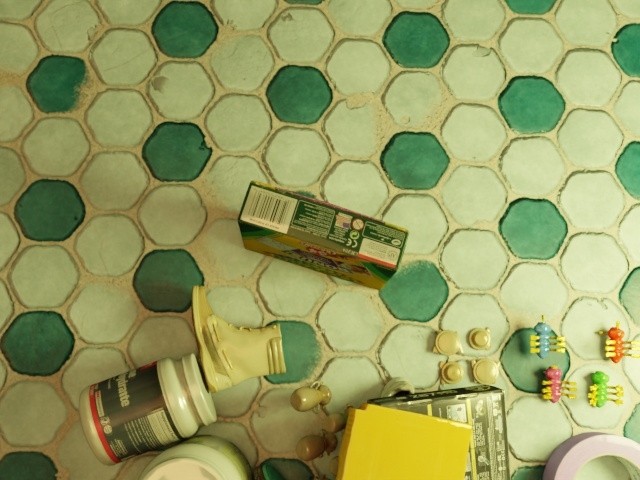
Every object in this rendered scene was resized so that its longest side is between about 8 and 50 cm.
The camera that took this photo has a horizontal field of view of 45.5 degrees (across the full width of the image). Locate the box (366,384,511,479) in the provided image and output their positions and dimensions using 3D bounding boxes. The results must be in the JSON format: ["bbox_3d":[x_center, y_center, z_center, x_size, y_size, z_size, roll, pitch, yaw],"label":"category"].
[{"bbox_3d":[0.277,0.545,1.733,0.318,0.097,0.395,-4,89,-20],"label":"box"}]

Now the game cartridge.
[{"bbox_3d":[0.167,0.527,1.629,0.285,0.052,0.324,15,79,-15],"label":"game cartridge"}]

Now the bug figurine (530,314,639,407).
[{"bbox_3d":[0.633,0.298,1.870,0.278,0.072,0.216,5,86,-6],"label":"bug figurine"}]

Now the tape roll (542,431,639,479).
[{"bbox_3d":[0.673,0.598,1.812,0.274,0.090,0.275,0,80,-1],"label":"tape roll"}]

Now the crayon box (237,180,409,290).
[{"bbox_3d":[0.000,0.000,1.775,0.362,0.313,0.106,18,77,1],"label":"crayon box"}]

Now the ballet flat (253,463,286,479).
[{"bbox_3d":[-0.018,0.736,1.740,0.483,0.164,0.182,42,95,2],"label":"ballet flat"}]

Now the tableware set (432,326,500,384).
[{"bbox_3d":[0.361,0.288,1.889,0.168,0.020,0.141,-2,82,-4],"label":"tableware set"}]

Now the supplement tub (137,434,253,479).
[{"bbox_3d":[-0.273,0.555,1.662,0.235,0.325,0.236,0,81,1],"label":"supplement tub"}]

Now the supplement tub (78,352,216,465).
[{"bbox_3d":[-0.396,0.385,1.758,0.272,0.191,0.191,-20,82,-5],"label":"supplement tub"}]

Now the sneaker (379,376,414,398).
[{"bbox_3d":[0.148,0.426,1.808,0.090,0.115,0.232,29,81,3],"label":"sneaker"}]

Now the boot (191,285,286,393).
[{"bbox_3d":[-0.200,0.217,1.844,0.203,0.095,0.262,-13,74,-9],"label":"boot"}]

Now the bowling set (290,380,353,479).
[{"bbox_3d":[0.052,0.469,1.751,0.199,0.154,0.287,-6,83,29],"label":"bowling set"}]
